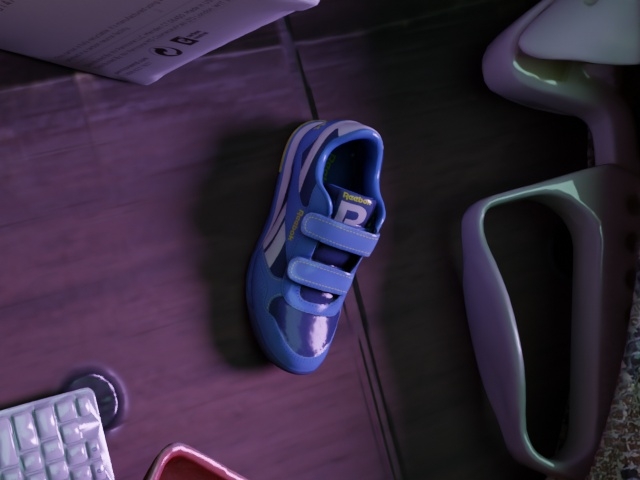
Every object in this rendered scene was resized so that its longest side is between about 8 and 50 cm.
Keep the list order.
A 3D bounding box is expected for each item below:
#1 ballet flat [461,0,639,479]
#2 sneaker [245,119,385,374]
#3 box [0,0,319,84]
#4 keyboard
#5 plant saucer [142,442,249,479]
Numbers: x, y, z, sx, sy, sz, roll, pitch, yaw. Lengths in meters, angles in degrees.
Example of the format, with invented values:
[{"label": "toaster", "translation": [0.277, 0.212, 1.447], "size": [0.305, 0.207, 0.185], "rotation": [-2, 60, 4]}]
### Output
[{"label": "ballet flat", "translation": [0.175, -0.028, 0.857], "size": [0.182, 0.164, 0.483], "rotation": [5, 82, -3]}, {"label": "sneaker", "translation": [0.000, 0.000, 0.789], "size": [0.053, 0.059, 0.144], "rotation": [16, 76, -31]}, {"label": "box", "translation": [-0.113, -0.163, 0.669], "size": [0.182, 0.181, 0.119], "rotation": [12, 78, -30]}, {"label": "keyboard", "translation": [-0.116, 0.204, 0.719], "size": [0.072, 0.014, 0.256], "rotation": [-14, 91, -32]}, {"label": "plant saucer", "translation": [-0.043, 0.263, 0.714], "size": [0.258, 0.047, 0.259], "rotation": [36, 65, -35]}]
